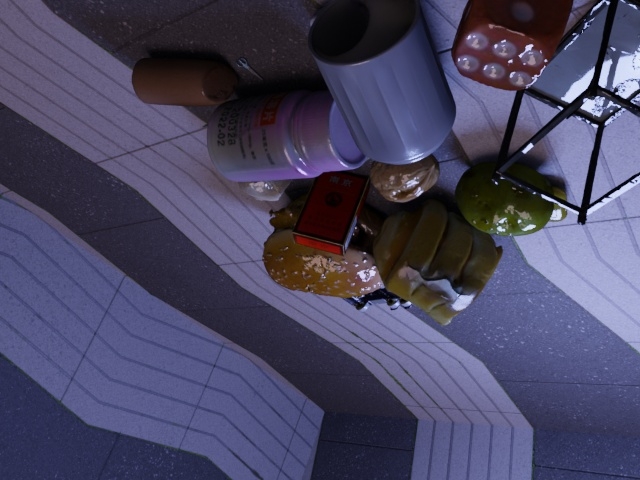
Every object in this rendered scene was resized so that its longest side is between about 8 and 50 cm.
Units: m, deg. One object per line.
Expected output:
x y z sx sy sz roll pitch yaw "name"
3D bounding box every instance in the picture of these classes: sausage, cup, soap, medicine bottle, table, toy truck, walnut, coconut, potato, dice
-0.347 -0.405 1.982 0.252 0.123 0.123 6 150 26 "sausage"
0.114 -0.354 1.651 0.323 0.237 0.327 39 169 39 "cup"
0.580 -0.096 1.963 0.089 0.045 0.140 12 153 24 "soap"
-0.081 -0.262 1.940 0.388 0.219 0.219 0 147 38 "medicine bottle"
0.526 -0.242 1.474 0.222 0.272 0.335 25 153 -7 "table"
0.203 0.122 2.505 0.146 0.175 0.367 39 148 -29 "toy truck"
0.219 -0.175 1.965 0.155 0.155 0.184 36 148 -27 "walnut"
-0.160 -0.189 2.206 0.161 0.161 0.162 11 172 20 "coconut"
0.454 -0.102 1.905 0.253 0.148 0.186 29 127 34 "potato"
0.348 -0.396 1.424 0.175 0.179 0.174 23 154 2 "dice"

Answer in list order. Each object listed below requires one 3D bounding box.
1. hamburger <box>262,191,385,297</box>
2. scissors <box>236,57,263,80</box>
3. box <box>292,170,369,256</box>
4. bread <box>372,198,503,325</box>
0.000 0.000 2.343 0.445 0.268 0.287 8 147 27 "hamburger"
-0.174 -0.427 1.939 0.083 0.006 0.036 36 148 -26 "scissors"
0.032 -0.085 2.167 0.153 0.240 0.074 13 150 17 "box"
0.313 0.057 2.164 0.341 0.210 0.300 36 110 -16 "bread"
